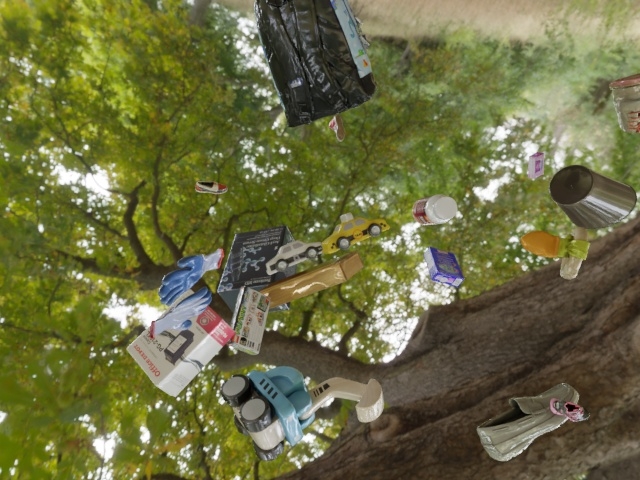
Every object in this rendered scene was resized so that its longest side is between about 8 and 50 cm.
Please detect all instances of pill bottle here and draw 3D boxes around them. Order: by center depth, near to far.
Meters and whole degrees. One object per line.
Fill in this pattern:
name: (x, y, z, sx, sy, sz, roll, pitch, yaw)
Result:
pill bottle: (0.335, -0.090, 1.277, 0.086, 0.086, 0.152, 27, 175, -8)

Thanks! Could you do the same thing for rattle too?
rattle: (0.571, 0.015, 1.063, 0.143, 0.130, 0.200, -1, -163, 26)

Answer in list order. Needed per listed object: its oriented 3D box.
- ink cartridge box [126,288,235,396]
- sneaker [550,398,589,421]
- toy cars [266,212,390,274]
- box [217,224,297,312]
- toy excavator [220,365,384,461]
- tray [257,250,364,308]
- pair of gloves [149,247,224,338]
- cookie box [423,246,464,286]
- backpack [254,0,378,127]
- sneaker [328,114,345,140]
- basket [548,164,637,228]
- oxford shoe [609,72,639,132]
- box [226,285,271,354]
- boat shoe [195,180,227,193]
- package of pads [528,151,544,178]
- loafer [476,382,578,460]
ink cartridge box: (-0.389, 0.282, 1.218, 0.172, 0.237, 0.100, 32, 159, 33)
sneaker: (0.679, 0.454, 1.164, 0.119, 0.057, 0.047, 18, -118, -14)
toy cars: (0.000, 0.000, 1.236, 0.176, 0.394, 0.087, -25, -86, -60)
box: (-0.295, 0.147, 2.169, 0.395, 0.293, 0.212, -83, -23, -44)
toy excavator: (-0.063, 0.562, 1.539, 0.445, 0.222, 0.433, -31, -145, -26)
tray: (-0.060, 0.155, 1.611, 0.076, 0.411, 0.203, 67, -154, -2)
pair of gloves: (-0.250, 0.104, 0.821, 0.023, 0.198, 0.159, 31, -149, 17)
cookie box: (0.360, 0.076, 1.274, 0.092, 0.040, 0.107, 15, -141, -16)
backpack: (-0.023, -0.527, 1.148, 0.355, 0.290, 0.273, 56, -139, -29)
sneaker: (0.070, -0.484, 1.913, 0.042, 0.067, 0.118, -4, -99, -28)
basket: (0.827, -0.139, 1.357, 0.227, 0.204, 0.154, 16, -116, -35)
oxford shoe: (0.794, -0.335, 1.070, 0.123, 0.130, 0.348, -4, -176, 39)
box: (-0.241, 0.268, 1.470, 0.114, 0.036, 0.207, 31, -129, -28)
boat shoe: (-0.456, -0.227, 1.831, 0.137, 0.043, 0.049, -1, -129, -26)
package of pads: (0.749, -0.261, 1.512, 0.050, 0.083, 0.032, -25, -150, -20)
loafer: (0.592, 0.495, 1.241, 0.111, 0.319, 0.112, 59, 167, 5)
